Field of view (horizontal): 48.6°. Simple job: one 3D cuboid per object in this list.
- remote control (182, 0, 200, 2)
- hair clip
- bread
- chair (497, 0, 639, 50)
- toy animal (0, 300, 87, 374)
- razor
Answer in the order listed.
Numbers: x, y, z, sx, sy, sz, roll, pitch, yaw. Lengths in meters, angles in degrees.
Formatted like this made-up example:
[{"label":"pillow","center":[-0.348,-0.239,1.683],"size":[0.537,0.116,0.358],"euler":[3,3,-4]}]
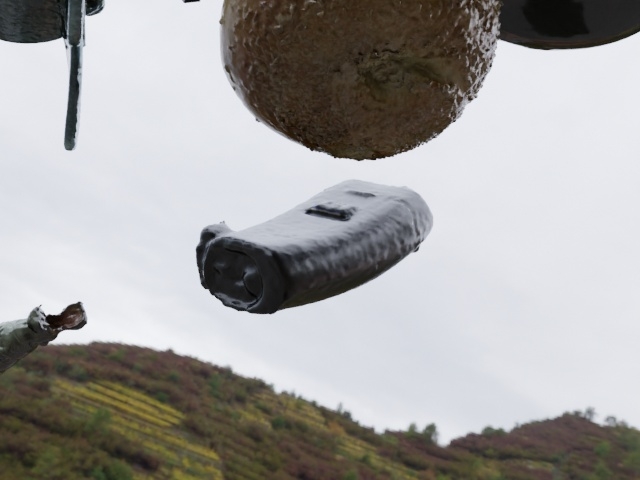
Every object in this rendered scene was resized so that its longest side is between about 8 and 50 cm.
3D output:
[{"label":"remote control","center":[-0.285,-0.528,1.518],"size":[0.039,0.096,0.014],"euler":[-13,-54,-16]},{"label":"hair clip","center":[-0.388,-0.370,0.939],"size":[0.238,0.392,0.318],"euler":[17,-19,-14]},{"label":"bread","center":[0.049,-0.203,0.730],"size":[0.306,0.158,0.305],"euler":[-10,-42,-9]},{"label":"chair","center":[0.318,-0.489,0.886],"size":[0.365,0.410,0.362],"euler":[1,-28,39]},{"label":"toy animal","center":[-0.724,0.234,1.665],"size":[0.343,0.106,0.168],"euler":[-25,-20,16]},{"label":"razor","center":[-0.001,0.004,0.939],"size":[0.189,0.327,0.107],"euler":[12,-66,38]}]
